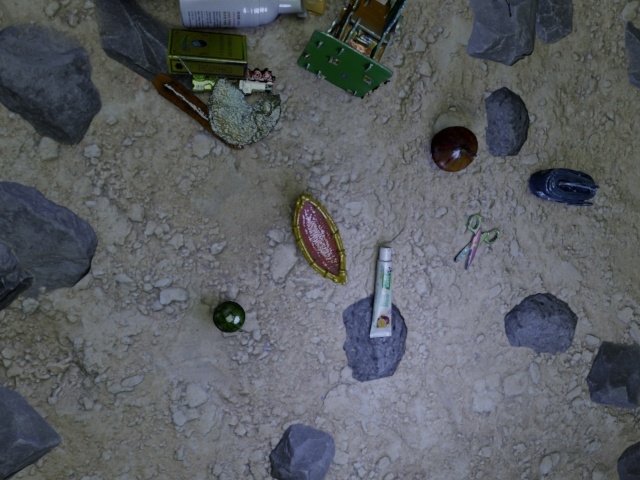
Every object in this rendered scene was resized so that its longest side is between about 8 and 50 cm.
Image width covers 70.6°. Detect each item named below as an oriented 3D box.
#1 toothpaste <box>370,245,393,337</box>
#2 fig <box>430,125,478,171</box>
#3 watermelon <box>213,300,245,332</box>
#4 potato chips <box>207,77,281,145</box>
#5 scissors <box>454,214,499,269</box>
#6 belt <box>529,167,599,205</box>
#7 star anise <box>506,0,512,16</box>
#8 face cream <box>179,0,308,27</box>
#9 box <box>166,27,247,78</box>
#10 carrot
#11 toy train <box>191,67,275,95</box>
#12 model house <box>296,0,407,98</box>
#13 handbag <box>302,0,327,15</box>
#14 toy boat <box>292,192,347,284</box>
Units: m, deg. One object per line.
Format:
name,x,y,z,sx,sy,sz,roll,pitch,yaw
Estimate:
toothpaste,0.210,0.176,1.529,0.058,0.056,0.314,6,100,28
fig,0.431,-0.302,1.469,0.149,0.202,0.148,-10,83,24
watermelon,-0.279,0.241,1.402,0.109,0.109,0.109,-1,96,-12
potato chips,-0.224,-0.384,1.344,0.220,0.029,0.202,-3,98,-16
scissors,0.541,0.012,1.594,0.133,0.020,0.187,34,86,-10
belt,0.860,-0.192,1.586,0.218,0.128,0.122,8,93,-14
star anise,0.607,-0.837,1.500,0.097,0.070,0.190,-22,102,-11
face cream,-0.213,-0.692,1.298,0.370,0.145,0.145,-7,97,-11
box,-0.322,-0.536,1.297,0.220,0.064,0.141,0,56,-10
carrot,-0.354,-0.374,1.342,0.314,0.066,0.066,39,87,-13
toy train,-0.259,-0.479,1.359,0.250,0.053,0.085,-3,105,-13
model house,0.114,-0.613,1.267,0.243,0.358,0.312,22,93,-11
handbag,-0.024,-0.735,1.395,0.083,0.027,0.061,13,94,-12
toy boat,-0.002,-0.003,1.440,0.141,0.099,0.318,-26,103,-5
